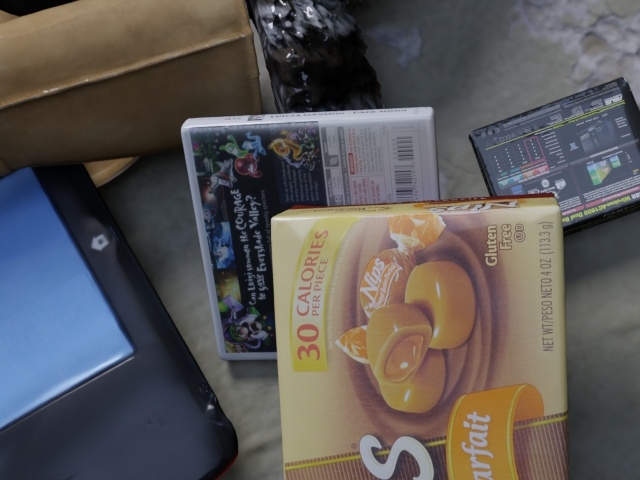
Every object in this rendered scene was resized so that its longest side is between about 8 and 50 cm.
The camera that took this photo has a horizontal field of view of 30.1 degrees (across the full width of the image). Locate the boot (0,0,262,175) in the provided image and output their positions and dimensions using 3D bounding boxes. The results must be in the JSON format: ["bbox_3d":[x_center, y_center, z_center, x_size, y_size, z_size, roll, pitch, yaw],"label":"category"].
[{"bbox_3d":[-0.187,-0.153,0.826,0.270,0.236,0.089,-16,37,-15],"label":"boot"}]

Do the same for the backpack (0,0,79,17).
[{"bbox_3d":[-0.219,-0.271,0.905,0.158,0.117,0.173,-38,76,2],"label":"backpack"}]

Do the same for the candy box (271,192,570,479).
[{"bbox_3d":[0.071,0.132,0.783,0.183,0.087,0.316,-2,98,10],"label":"candy box"}]

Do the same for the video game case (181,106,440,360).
[{"bbox_3d":[0.000,0.000,0.843,0.173,0.022,0.190,-2,117,10],"label":"video game case"}]

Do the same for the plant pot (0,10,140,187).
[{"bbox_3d":[-0.217,-0.142,0.958,0.236,0.032,0.236,-2,79,11],"label":"plant pot"}]

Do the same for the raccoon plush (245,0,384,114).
[{"bbox_3d":[0.068,-0.273,0.897,0.299,0.216,0.446,-17,108,-8],"label":"raccoon plush"}]

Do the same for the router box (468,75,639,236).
[{"bbox_3d":[0.181,-0.054,0.866,0.122,0.038,0.092,-19,76,7],"label":"router box"}]

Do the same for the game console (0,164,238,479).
[{"bbox_3d":[-0.292,0.082,0.862,0.342,0.060,0.386,-31,75,-3],"label":"game console"}]
